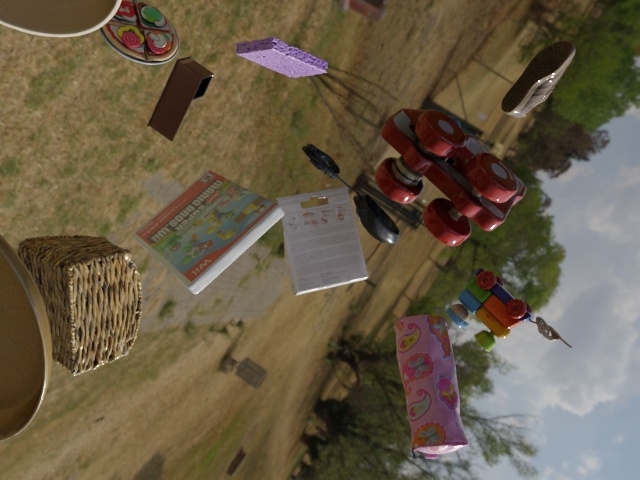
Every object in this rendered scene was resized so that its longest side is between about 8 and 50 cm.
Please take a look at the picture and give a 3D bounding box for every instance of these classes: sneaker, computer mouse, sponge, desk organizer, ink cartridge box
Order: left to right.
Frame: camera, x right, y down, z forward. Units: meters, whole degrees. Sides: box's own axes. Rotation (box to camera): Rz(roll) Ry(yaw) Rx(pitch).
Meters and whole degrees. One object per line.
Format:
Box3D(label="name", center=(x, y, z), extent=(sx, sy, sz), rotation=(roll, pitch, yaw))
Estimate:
Box3D(label="desk organizer", center=(-0.231, -0.232, 0.969), extent=(0.130, 0.050, 0.047), rotation=(-55, 180, 29))
Box3D(label="sponge", center=(-0.090, -0.439, 1.420), extent=(0.210, 0.117, 0.031), rotation=(3, 91, -53))
Box3D(label="ink cartridge box", center=(0.000, 0.000, 1.370), extent=(0.181, 0.224, 0.056), rotation=(-11, 172, -18))
Box3D(label="computer mouse", center=(0.049, -0.073, 1.002), extent=(0.041, 0.242, 0.071), rotation=(-38, -158, 21))
Box3D(label="sneaker", center=(0.471, -0.342, 1.256), extent=(0.071, 0.066, 0.188), rotation=(10, 136, -41))

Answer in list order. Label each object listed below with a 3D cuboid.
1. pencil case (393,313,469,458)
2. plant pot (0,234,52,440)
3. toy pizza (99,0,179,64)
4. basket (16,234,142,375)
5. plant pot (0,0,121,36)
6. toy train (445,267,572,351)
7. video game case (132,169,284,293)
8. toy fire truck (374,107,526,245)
Box3D(label="pencil case", center=(0.224, 0.297, 1.216), extent=(0.124, 0.124, 0.284), rotation=(105, -19, -64))
Box3D(label="plant pot", center=(-0.325, 0.067, 0.522), extent=(0.236, 0.236, 0.032), rotation=(-60, 170, 25))
Box3D(label="toy pizza", center=(-0.434, -0.511, 1.415), extent=(0.032, 0.201, 0.201), rotation=(-39, -174, 47))
Box3D(label="basket", center=(-0.586, 0.137, 1.444), extent=(0.213, 0.223, 0.299), rotation=(-21, 121, -53))
Box3D(label="plant pot", center=(-0.328, -0.439, 0.710), extent=(0.256, 0.256, 0.274), rotation=(109, -9, -59))
Box3D(label="toy train", center=(0.402, 0.191, 1.289), extent=(0.143, 0.248, 0.105), rotation=(-48, 153, 12))
Box3D(label="video game case", center=(-0.215, -0.029, 1.073), extent=(0.204, 0.285, 0.025), rotation=(-43, 128, -15))
Box3D(label="toy fire truck", center=(0.266, -0.152, 1.175), extent=(0.169, 0.302, 0.254), rotation=(-51, 175, 38))
